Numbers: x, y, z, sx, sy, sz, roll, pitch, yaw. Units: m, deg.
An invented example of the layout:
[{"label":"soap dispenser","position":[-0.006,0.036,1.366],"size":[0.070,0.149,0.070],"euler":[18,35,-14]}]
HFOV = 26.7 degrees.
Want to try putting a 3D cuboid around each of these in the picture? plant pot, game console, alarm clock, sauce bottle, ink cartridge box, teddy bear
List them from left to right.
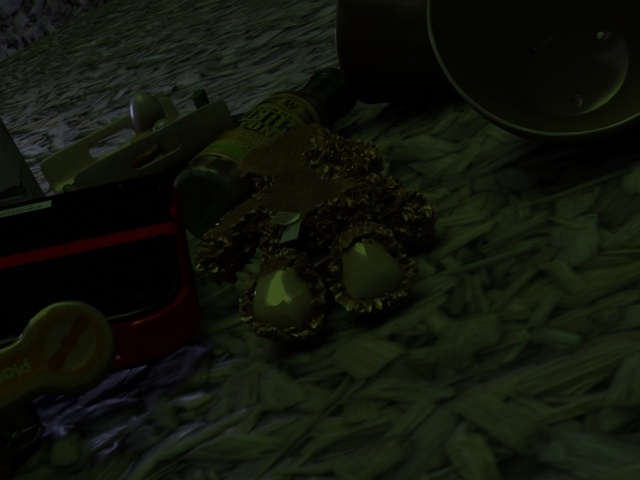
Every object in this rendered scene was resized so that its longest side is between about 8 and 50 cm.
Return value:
[{"label":"alarm clock","position":[-0.323,0.186,1.286],"size":[0.192,0.064,0.129],"euler":[-5,27,46]},{"label":"ink cartridge box","position":[-0.460,-0.083,1.866],"size":[0.100,0.237,0.172],"euler":[-27,20,-1]},{"label":"game console","position":[-0.326,0.052,1.401],"size":[0.387,0.060,0.342],"euler":[-12,27,-5]},{"label":"sauce bottle","position":[-0.058,-0.122,1.706],"size":[0.111,0.111,0.344],"euler":[-9,25,34]},{"label":"teddy bear","position":[0.000,0.000,1.378],"size":[0.245,0.113,0.338],"euler":[-33,29,-7]},{"label":"plant pot","position":[0.170,-0.282,1.767],"size":[0.231,0.215,0.215],"euler":[6,32,29]},{"label":"plant pot","position":[0.266,-0.224,1.450],"size":[0.284,0.284,0.191],"euler":[-21,-14,7]}]

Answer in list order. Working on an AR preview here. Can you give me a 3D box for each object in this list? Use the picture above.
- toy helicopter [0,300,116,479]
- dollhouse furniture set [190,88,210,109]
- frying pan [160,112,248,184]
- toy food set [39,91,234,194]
[{"label":"toy helicopter","position":[-0.332,0.171,1.160],"size":[0.355,0.235,0.140],"euler":[-27,-17,-12]},{"label":"dollhouse furniture set","position":[-0.247,-0.187,2.150],"size":[0.152,0.058,0.076],"euler":[-17,21,17]},{"label":"frying pan","position":[-0.110,-0.157,1.936],"size":[0.326,0.053,0.197],"euler":[-26,19,-10]},{"label":"toy food set","position":[-0.262,-0.136,1.840],"size":[0.220,0.092,0.306],"euler":[-29,14,-14]}]
